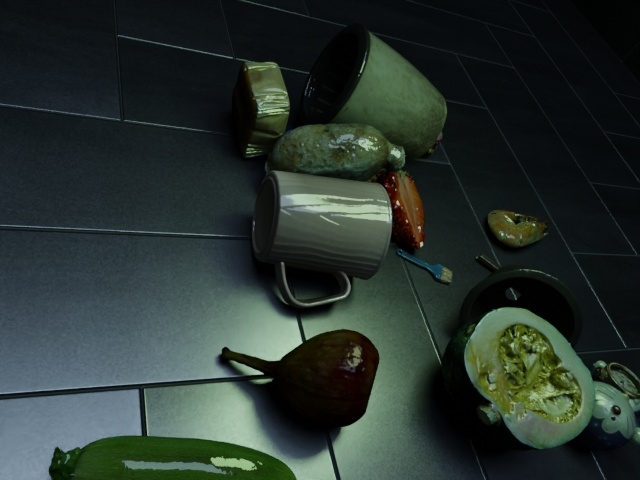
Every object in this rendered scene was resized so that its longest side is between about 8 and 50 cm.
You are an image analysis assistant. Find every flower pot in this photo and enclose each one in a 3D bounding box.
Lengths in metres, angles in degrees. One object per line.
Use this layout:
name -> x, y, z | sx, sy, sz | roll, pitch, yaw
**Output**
flower pot -> 0.473, 0.160, 1.345 | 0.269, 0.269, 0.166 | 33, 27, -1
flower pot -> 0.154, -0.369, 1.509 | 0.330, 0.293, 0.293 | 23, 45, -27

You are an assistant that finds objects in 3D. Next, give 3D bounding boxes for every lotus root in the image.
lotus root -> 0.031, -0.207, 1.364 | 0.350, 0.175, 0.174 | -9, 54, 0

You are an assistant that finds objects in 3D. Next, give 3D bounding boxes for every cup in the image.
cup -> -0.006, -0.006, 1.253 | 0.273, 0.288, 0.208 | 8, 14, -22

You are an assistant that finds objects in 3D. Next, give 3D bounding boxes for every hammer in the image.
hammer -> 0.557, 0.128, 1.544 | 0.297, 0.027, 0.125 | 38, 41, 4

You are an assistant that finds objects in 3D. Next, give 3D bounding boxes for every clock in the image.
clock -> 0.672, 0.394, 1.308 | 0.244, 0.146, 0.199 | -9, 54, -39

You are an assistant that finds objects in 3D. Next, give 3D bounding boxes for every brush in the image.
brush -> 0.269, 0.064, 1.448 | 0.164, 0.014, 0.051 | 27, 44, -6

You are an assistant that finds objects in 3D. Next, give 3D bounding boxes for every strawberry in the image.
strawberry -> 0.209, -0.084, 1.486 | 0.174, 0.098, 0.228 | -26, 94, -59

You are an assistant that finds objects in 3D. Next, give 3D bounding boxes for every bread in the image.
bread -> -0.161, -0.332, 1.413 | 0.110, 0.192, 0.209 | -1, 56, -21

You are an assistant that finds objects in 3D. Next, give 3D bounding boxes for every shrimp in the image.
shrimp -> 0.604, -0.042, 1.691 | 0.267, 0.061, 0.145 | -8, 49, -31

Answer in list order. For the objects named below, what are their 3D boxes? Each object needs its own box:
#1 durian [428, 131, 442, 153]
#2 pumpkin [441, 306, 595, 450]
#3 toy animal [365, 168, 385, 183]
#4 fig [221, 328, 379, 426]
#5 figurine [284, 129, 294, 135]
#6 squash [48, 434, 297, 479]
durian -> 0.318, -0.320, 1.753 | 0.108, 0.119, 0.186 | 51, 46, -39
pumpkin -> 0.390, 0.304, 1.194 | 0.264, 0.197, 0.292 | -30, 78, -27
toy animal -> 0.107, -0.177, 1.529 | 0.276, 0.054, 0.149 | -10, 57, -33
fig -> -0.029, 0.262, 1.062 | 0.291, 0.190, 0.190 | -10, 48, 15
figurine -> -0.048, -0.272, 1.510 | 0.086, 0.087, 0.149 | 8, 36, 28
squash -> -0.210, 0.364, 0.874 | 0.395, 0.107, 0.107 | 14, 49, -18
